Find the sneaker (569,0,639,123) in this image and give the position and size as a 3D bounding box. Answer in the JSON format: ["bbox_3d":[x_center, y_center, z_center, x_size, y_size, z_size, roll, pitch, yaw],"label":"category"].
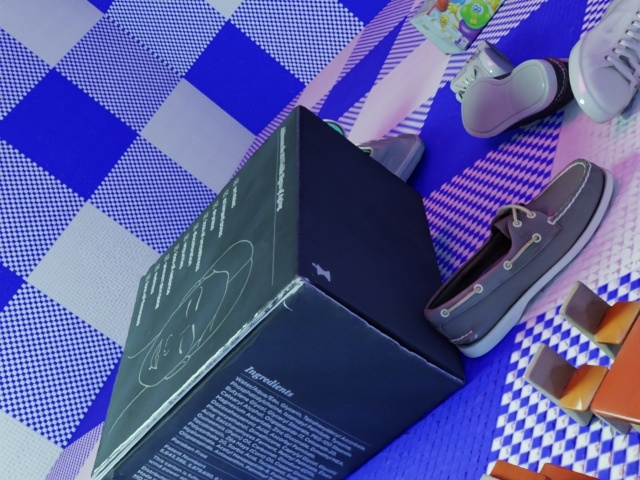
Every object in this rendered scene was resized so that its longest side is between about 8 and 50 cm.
[{"bbox_3d":[0.447,-0.292,1.165,0.123,0.106,0.290,-34,22,56],"label":"sneaker"}]

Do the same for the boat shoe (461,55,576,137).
[{"bbox_3d":[0.343,-0.242,1.406,0.302,0.091,0.114,-173,76,-72],"label":"boat shoe"}]

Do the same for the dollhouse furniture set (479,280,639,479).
[{"bbox_3d":[0.260,0.131,0.673,0.259,0.135,0.262,-56,15,-15],"label":"dollhouse furniture set"}]

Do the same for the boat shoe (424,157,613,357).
[{"bbox_3d":[0.257,0.009,1.057,0.305,0.091,0.109,-52,15,2],"label":"boat shoe"}]

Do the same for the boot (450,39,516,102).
[{"bbox_3d":[0.331,-0.328,1.669,0.123,0.095,0.258,-53,5,21],"label":"boot"}]

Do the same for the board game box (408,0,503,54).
[{"bbox_3d":[0.382,-0.634,2.099,0.275,0.142,0.144,-52,14,1],"label":"board game box"}]

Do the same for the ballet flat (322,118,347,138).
[{"bbox_3d":[-0.094,-0.139,2.006,0.400,0.139,0.139,-48,15,1],"label":"ballet flat"}]

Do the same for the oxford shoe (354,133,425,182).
[{"bbox_3d":[0.118,-0.162,1.737,0.169,0.130,0.449,-46,3,27],"label":"oxford shoe"}]

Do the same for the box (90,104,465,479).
[{"bbox_3d":[-0.072,0.126,1.275,0.472,0.297,0.480,-46,24,26],"label":"box"}]
